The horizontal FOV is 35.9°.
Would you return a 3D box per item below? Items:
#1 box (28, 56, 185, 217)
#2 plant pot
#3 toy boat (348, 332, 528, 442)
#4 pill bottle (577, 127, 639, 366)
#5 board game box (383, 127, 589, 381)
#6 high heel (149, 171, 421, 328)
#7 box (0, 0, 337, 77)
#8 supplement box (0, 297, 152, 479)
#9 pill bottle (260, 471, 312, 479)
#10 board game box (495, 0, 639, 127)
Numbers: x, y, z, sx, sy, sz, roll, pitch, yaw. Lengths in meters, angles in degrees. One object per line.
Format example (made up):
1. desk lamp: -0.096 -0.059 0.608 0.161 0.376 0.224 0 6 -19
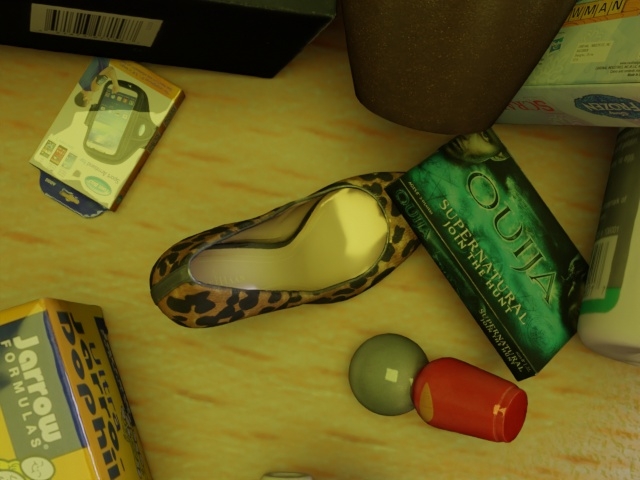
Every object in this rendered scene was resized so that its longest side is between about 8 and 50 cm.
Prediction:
1. box: -0.185 -0.089 0.840 0.081 0.028 0.136 30 83 1
2. plant pot: 0.097 -0.200 0.683 0.215 0.215 0.231 11 119 0
3. toy boat: 0.033 0.222 0.741 0.148 0.267 0.318 14 65 35
4. pill bottle: 0.334 -0.072 0.760 0.204 0.204 0.361 15 83 0
5. board game box: 0.147 0.003 0.801 0.126 0.026 0.186 -36 91 -38
6. high heel: 0.000 0.000 0.755 0.261 0.186 0.093 -24 84 -4
7. box: -0.168 -0.313 0.747 0.343 0.179 0.313 4 83 -17
8. supplement box: -0.320 0.190 0.725 0.356 0.195 0.194 -19 85 -3
9. pill bottle: -0.028 0.233 0.803 0.043 0.043 0.083 1 84 -1
10. board game box: 0.256 -0.235 0.727 0.065 0.318 0.318 29 84 -27
